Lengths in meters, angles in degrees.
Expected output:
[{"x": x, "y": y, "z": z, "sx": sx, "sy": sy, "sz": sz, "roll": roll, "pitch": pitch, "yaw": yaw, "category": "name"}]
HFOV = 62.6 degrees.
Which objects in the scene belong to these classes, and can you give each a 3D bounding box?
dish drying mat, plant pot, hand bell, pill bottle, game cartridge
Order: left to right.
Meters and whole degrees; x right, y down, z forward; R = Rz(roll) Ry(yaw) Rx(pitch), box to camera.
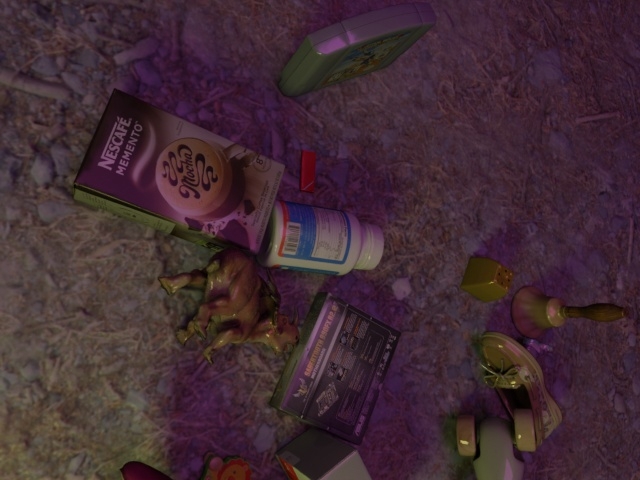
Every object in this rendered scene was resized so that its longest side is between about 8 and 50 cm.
[{"x": -0.024, "y": -0.137, "z": 1.046, "sx": 0.032, "sy": 0.008, "sz": 0.083, "roll": 7, "pitch": 80, "yaw": -24, "category": "dish drying mat"}, {"x": 0.000, "y": 0.000, "z": 0.975, "sx": 0.221, "sy": 0.124, "sz": 0.124, "roll": 9, "pitch": 79, "yaw": -26, "category": "pill bottle"}, {"x": 0.077, "y": -0.374, "z": 1.024, "sx": 0.297, "sy": 0.198, "sz": 0.062, "roll": -26, "pitch": 95, "yaw": -26, "category": "game cartridge"}, {"x": 0.379, "y": 0.085, "z": 1.170, "sx": 0.081, "sy": 0.083, "sz": 0.081, "roll": 31, "pitch": 71, "yaw": -20, "category": "plant pot"}, {"x": 0.555, "y": 0.157, "z": 1.158, "sx": 0.126, "sy": 0.242, "sz": 0.126, "roll": 4, "pitch": 81, "yaw": -25, "category": "hand bell"}]

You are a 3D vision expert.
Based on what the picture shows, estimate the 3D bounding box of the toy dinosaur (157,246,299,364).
[{"x": -0.133, "y": 0.087, "z": 0.853, "sx": 0.200, "sy": 0.127, "sz": 0.296, "roll": -34, "pitch": 143, "yaw": -29, "category": "toy dinosaur"}]

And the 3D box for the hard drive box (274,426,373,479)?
[{"x": 0.038, "y": 0.456, "z": 0.897, "sx": 0.089, "sy": 0.181, "sz": 0.232, "roll": -28, "pitch": 95, "yaw": -25, "category": "hard drive box"}]

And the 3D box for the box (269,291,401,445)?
[{"x": 0.033, "y": 0.240, "z": 0.994, "sx": 0.183, "sy": 0.056, "sz": 0.231, "roll": 30, "pitch": 71, "yaw": -19, "category": "box"}]

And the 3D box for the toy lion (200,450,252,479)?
[{"x": -0.166, "y": 0.410, "z": 0.889, "sx": 0.096, "sy": 0.034, "sz": 0.100, "roll": 40, "pitch": 68, "yaw": -24, "category": "toy lion"}]

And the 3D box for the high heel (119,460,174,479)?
[{"x": -0.148, "y": 0.420, "z": 0.811, "sx": 0.181, "sy": 0.127, "sz": 0.377, "roll": -35, "pitch": 124, "yaw": -18, "category": "high heel"}]

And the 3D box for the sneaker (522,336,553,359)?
[{"x": 0.500, "y": 0.268, "z": 1.234, "sx": 0.098, "sy": 0.038, "sz": 0.069, "roll": 21, "pitch": 87, "yaw": -28, "category": "sneaker"}]

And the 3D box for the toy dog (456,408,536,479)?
[{"x": 0.362, "y": 0.502, "z": 1.064, "sx": 0.161, "sy": 0.220, "sz": 0.334, "roll": 44, "pitch": 63, "yaw": -56, "category": "toy dog"}]

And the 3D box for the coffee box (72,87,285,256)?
[{"x": -0.231, "y": -0.098, "z": 0.877, "sx": 0.297, "sy": 0.119, "sz": 0.168, "roll": 21, "pitch": 75, "yaw": -22, "category": "coffee box"}]

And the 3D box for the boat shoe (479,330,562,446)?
[{"x": 0.433, "y": 0.323, "z": 1.151, "sx": 0.089, "sy": 0.104, "sz": 0.285, "roll": -41, "pitch": 102, "yaw": -28, "category": "boat shoe"}]
